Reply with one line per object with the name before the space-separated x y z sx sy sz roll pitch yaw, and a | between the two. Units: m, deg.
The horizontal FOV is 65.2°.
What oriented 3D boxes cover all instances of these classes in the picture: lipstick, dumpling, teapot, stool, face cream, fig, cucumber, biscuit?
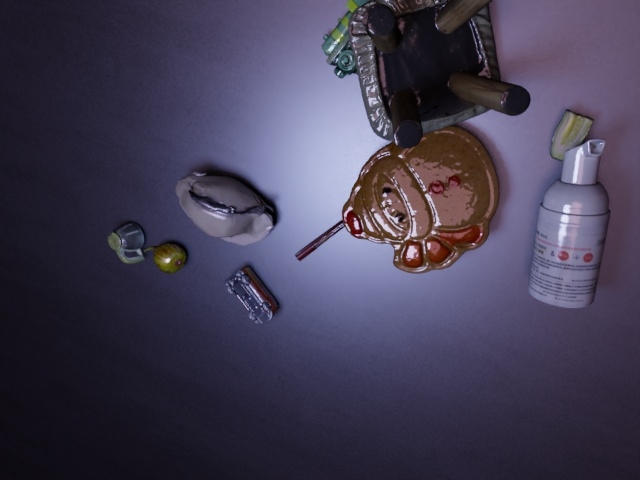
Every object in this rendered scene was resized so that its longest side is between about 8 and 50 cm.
lipstick | 0.000 -0.001 1.383 0.177 0.027 0.027 -38 94 25
dumpling | -0.277 -0.069 1.384 0.293 0.163 0.204 26 111 -4
teapot | -0.600 0.005 1.550 0.124 0.091 0.092 38 118 15
stool | 0.237 -0.364 1.010 0.311 0.226 0.310 -18 110 1
face cream | 0.559 -0.046 1.108 0.146 0.145 0.369 7 110 17
fig | -0.496 0.045 1.537 0.166 0.093 0.093 15 113 13
cucumber | 0.545 -0.231 1.106 0.067 0.035 0.107 19 120 0
biscuit | 0.234 -0.098 1.213 0.382 0.074 0.358 -23 89 15

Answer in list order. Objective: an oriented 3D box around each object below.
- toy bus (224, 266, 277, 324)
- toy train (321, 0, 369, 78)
toy bus | -0.199 0.161 1.480 0.079 0.077 0.174 -35 95 26
toy train | 0.085 -0.479 1.158 0.200 0.083 0.132 -44 80 27
